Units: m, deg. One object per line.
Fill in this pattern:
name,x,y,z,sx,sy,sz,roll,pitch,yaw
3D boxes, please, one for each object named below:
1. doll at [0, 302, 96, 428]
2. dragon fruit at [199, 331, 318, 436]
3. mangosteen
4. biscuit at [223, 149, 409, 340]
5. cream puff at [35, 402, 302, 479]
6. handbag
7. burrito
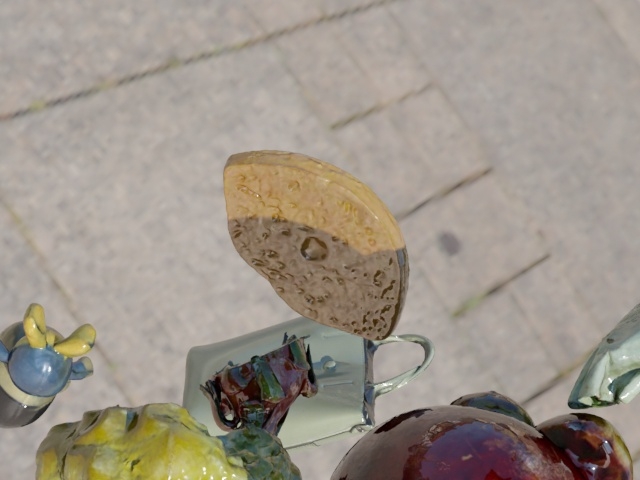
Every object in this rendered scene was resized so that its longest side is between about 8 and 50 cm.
doll,-0.244,0.102,1.574,0.102,0.179,0.089,23,52,-20
dragon fruit,-0.072,0.172,2.080,0.142,0.138,0.175,5,69,-17
mangosteen,0.123,0.204,1.338,0.257,0.215,0.215,-35,90,-30
biscuit,0.000,0.000,1.651,0.220,0.142,0.029,44,34,-13
cream puff,-0.151,0.268,1.816,0.281,0.281,0.185,21,63,-38
handbag,-0.017,0.166,2.284,0.241,0.315,0.109,-91,155,-53
burrito,0.232,0.084,1.372,0.118,0.074,0.044,-38,107,-30
